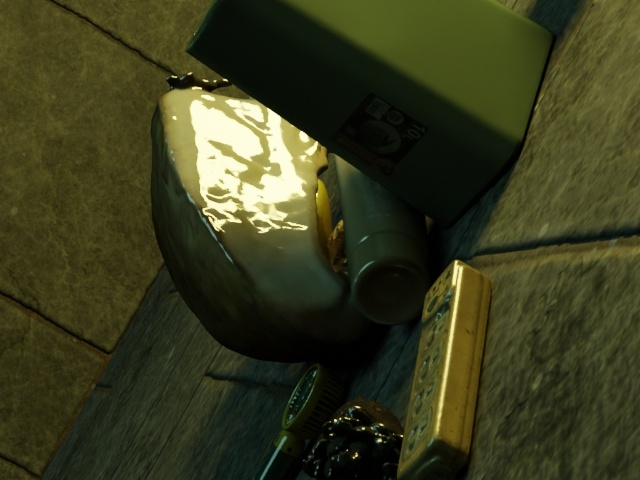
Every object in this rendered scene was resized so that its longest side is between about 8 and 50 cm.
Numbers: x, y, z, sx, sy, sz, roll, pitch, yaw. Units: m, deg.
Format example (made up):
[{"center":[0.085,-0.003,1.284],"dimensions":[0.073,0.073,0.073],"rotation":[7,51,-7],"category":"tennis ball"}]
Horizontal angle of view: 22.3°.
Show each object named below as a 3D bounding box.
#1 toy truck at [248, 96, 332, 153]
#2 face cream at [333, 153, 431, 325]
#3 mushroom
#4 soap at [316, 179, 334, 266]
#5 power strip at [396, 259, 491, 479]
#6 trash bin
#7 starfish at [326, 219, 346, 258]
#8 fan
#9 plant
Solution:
[{"center":[0.051,-0.237,2.220],"dimensions":[0.338,0.133,0.184],"rotation":[-41,0,-19],"category":"toy truck"},{"center":[0.070,-0.026,1.787],"dimensions":[0.084,0.137,0.341],"rotation":[-57,15,23],"category":"face cream"},{"center":[-0.076,0.043,1.894],"dimensions":[0.397,0.224,0.313],"rotation":[-112,28,-48],"category":"mushroom"},{"center":[0.000,0.000,2.124],"dimensions":[0.089,0.033,0.168],"rotation":[-78,-13,-51],"category":"soap"},{"center":[0.109,0.111,1.407],"dimensions":[0.064,0.044,0.305],"rotation":[-53,12,33],"category":"power strip"},{"center":[0.050,-0.200,1.740],"dimensions":[0.158,0.343,0.223],"rotation":[-51,14,48],"category":"trash bin"},{"center":[0.091,-0.125,2.095],"dimensions":[0.299,0.060,0.302],"rotation":[-67,4,-46],"category":"starfish"},{"center":[-0.024,0.209,1.764],"dimensions":[0.155,0.039,0.082],"rotation":[-60,11,1],"category":"fan"},{"center":[0.035,0.186,1.416],"dimensions":[0.092,0.094,0.143],"rotation":[-46,8,9],"category":"plant"}]
